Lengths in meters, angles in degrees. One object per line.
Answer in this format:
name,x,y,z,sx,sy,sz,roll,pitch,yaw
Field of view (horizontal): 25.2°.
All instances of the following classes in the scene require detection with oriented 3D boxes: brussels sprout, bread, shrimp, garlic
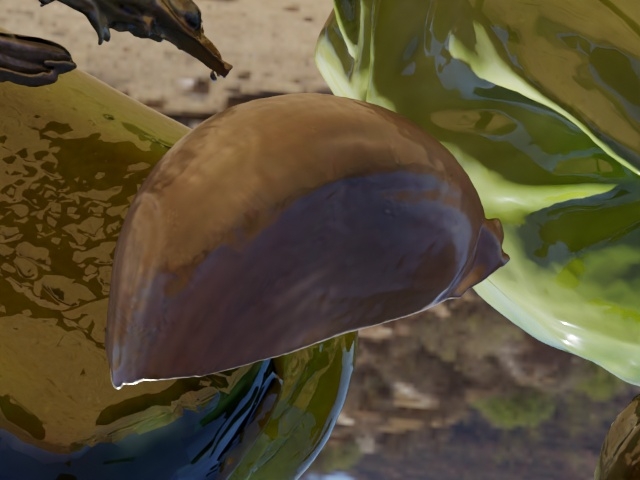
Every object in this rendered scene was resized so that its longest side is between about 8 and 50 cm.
brussels sprout,0.247,-0.095,0.873,0.425,0.361,0.342,-35,159,14
bread,-0.166,0.029,0.784,0.377,0.208,0.251,28,-127,25
shrimp,-0.145,-0.124,0.704,0.223,0.126,0.047,31,175,-24
garlic,-0.007,-0.011,0.603,0.196,0.101,0.087,-16,-162,-36

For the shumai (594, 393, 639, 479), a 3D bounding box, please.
shumai,0.232,0.173,0.738,0.189,0.255,0.218,-28,-179,-13
